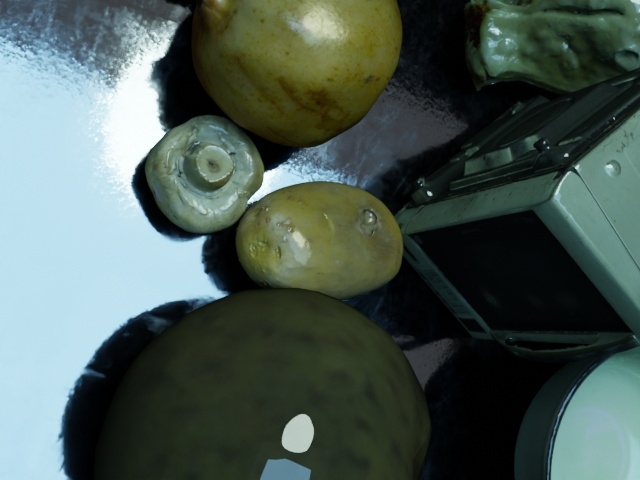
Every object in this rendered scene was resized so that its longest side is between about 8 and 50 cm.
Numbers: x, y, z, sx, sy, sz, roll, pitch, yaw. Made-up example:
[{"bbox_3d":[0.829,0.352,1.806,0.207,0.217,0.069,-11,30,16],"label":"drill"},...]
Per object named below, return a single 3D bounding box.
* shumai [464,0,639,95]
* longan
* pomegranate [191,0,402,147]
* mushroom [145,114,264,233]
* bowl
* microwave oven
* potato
[{"bbox_3d":[0.330,-0.273,1.233,0.222,0.261,0.225,-32,112,-19],"label":"shumai"},{"bbox_3d":[-0.057,0.245,0.983,0.405,0.336,0.404,12,61,-22],"label":"longan"},{"bbox_3d":[-0.031,-0.247,1.076,0.264,0.264,0.264,2,84,-21],"label":"pomegranate"},{"bbox_3d":[-0.142,-0.082,1.101,0.148,0.112,0.148,5,75,-20],"label":"mushroom"},{"bbox_3d":[0.403,0.308,1.233,0.354,0.185,0.353,2,85,-21],"label":"bowl"},{"bbox_3d":[0.312,-0.046,1.119,0.333,0.394,0.247,-39,100,-20],"label":"microwave oven"},{"bbox_3d":[0.000,0.000,1.131,0.234,0.146,0.150,-1,94,-43],"label":"potato"}]
